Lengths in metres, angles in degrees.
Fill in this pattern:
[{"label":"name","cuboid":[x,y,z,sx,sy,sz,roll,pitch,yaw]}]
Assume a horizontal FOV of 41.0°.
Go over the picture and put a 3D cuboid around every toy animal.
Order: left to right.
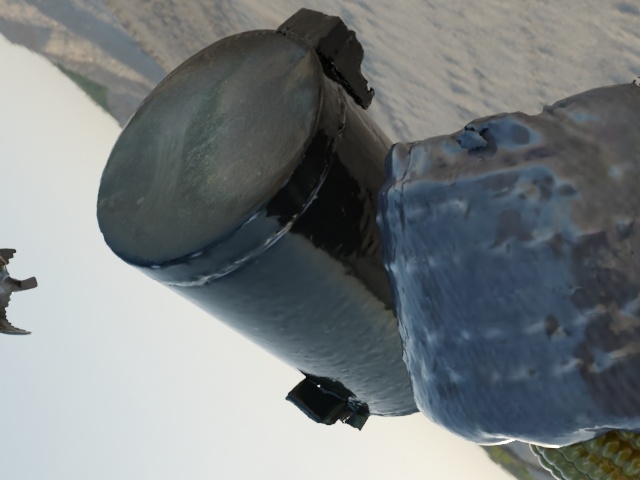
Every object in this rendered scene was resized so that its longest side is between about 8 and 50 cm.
[{"label":"toy animal","cuboid":[-0.187,0.022,0.484,0.050,0.028,0.084,46,-175,-39]}]

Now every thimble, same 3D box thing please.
[{"label":"thimble","cuboid":[0.146,0.003,0.488,0.205,0.236,0.172,-6,96,49]}]

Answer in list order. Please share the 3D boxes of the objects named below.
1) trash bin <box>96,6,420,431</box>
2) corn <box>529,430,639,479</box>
[{"label":"trash bin","cuboid":[0.000,0.000,0.696,0.203,0.252,0.301,31,171,47]},{"label":"corn","cuboid":[0.212,0.147,0.444,0.231,0.080,0.080,38,176,13]}]
